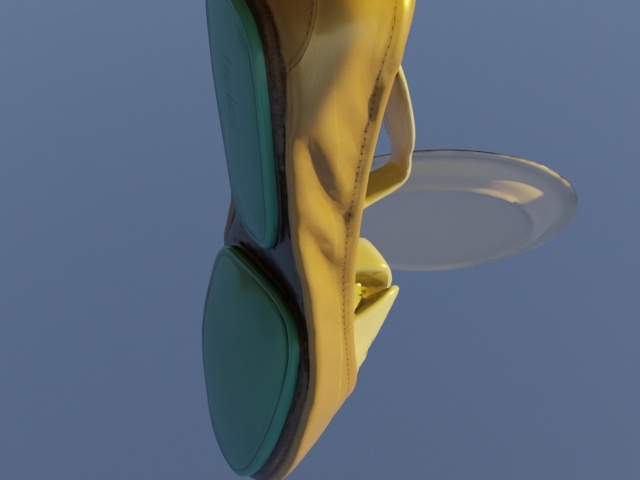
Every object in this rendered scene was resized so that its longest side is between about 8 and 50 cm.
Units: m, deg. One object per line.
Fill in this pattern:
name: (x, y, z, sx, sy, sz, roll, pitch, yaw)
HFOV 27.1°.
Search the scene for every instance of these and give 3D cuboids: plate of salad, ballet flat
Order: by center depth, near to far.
ballet flat: (0.000, 0.000, 0.489, 0.073, 0.232, 0.080, -16, -137, -23)
plate of salad: (0.076, -0.026, 0.916, 0.200, 0.200, 0.048, -3, -113, 9)
